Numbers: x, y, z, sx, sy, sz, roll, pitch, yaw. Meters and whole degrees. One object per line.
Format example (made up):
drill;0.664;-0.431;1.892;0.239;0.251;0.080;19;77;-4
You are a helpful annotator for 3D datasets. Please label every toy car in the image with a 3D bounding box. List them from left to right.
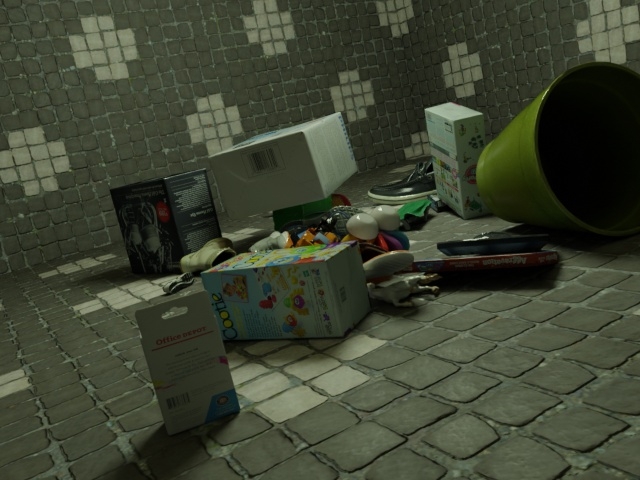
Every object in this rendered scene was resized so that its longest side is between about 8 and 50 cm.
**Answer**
toy car;0.133;0.018;1.391;0.181;0.159;0.136;-21;48;-38

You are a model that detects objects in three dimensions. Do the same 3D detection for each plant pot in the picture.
plant pot;0.556;-0.177;1.405;0.366;0.367;0.353;-16;-1;-16

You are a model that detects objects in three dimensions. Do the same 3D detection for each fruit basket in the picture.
fruit basket;0.021;-0.094;2.135;0.352;0.166;0.326;-1;1;-39

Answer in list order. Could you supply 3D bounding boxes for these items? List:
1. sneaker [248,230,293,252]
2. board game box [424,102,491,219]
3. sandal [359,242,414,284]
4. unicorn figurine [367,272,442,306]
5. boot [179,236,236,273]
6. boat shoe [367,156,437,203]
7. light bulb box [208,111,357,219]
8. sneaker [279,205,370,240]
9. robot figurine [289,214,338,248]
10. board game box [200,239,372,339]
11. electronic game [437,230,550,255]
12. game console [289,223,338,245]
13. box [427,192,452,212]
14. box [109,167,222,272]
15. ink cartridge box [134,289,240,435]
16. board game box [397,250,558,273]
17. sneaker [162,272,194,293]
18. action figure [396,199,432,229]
sneaker;-0.141;0.039;1.721;0.120;0.099;0.262;-24;6;-13
board game box;0.417;-0.244;1.812;0.097;0.304;0.224;-14;23;-5
sandal;0.107;0.038;1.224;0.101;0.076;0.265;2;-17;-24
unicorn figurine;0.151;0.094;1.160;0.161;0.060;0.111;0;1;-36
boot;-0.318;0.046;1.896;0.165;0.077;0.213;-5;18;40
boat shoe;0.421;-0.245;2.334;0.499;0.156;0.187;-10;13;20
light bulb box;-0.111;-0.252;1.993;0.357;0.226;0.361;-11;16;24
sneaker;0.016;-0.042;1.894;0.296;0.111;0.129;-9;-1;4
robot figurine;-0.029;0.044;1.389;0.211;0.085;0.291;-52;-4;14
board game box;-0.064;0.096;1.140;0.275;0.145;0.142;-6;12;28
electronic game;0.360;0.005;1.257;0.229;0.048;0.229;-5;-2;0
game console;0.000;0.000;1.747;0.085;0.124;0.144;-38;-6;35
box;0.493;-0.151;2.040;0.232;0.044;0.159;-12;11;2
box;-0.523;-0.060;2.054;0.343;0.313;0.178;-4;14;42
ink cartridge box;-0.187;0.162;0.836;0.104;0.182;0.061;-16;11;-17
board game box;0.311;0.044;1.197;0.281;0.027;0.145;-6;-1;35
sneaker;-0.407;0.120;1.713;0.043;0.040;0.109;-8;11;36
action figure;0.294;-0.087;1.892;0.137;0.064;0.232;-8;15;35
